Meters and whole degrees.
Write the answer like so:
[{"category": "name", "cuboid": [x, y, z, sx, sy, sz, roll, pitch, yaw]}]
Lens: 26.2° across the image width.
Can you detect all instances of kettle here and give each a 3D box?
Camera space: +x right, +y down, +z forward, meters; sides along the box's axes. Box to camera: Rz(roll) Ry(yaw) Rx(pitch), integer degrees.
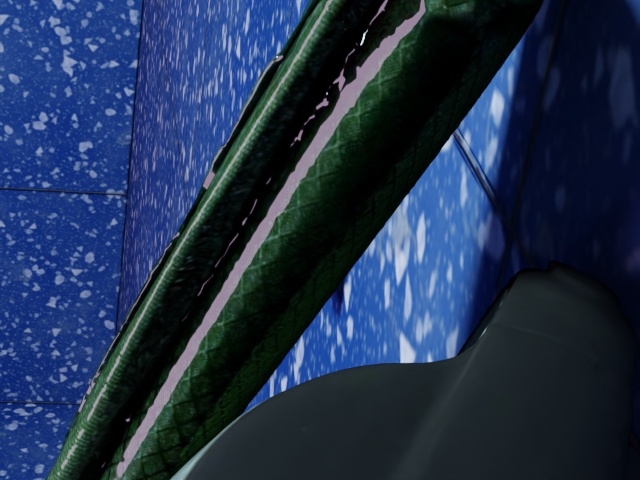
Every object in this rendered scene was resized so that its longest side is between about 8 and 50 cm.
[{"category": "kettle", "cuboid": [0.015, 0.116, 0.395, 0.221, 0.161, 0.236, -58, -6, -32]}]

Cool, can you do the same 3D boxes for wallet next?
[{"category": "wallet", "cuboid": [-0.006, -0.014, 0.439, 0.236, 0.055, 0.160, -54, -3, 22]}]
